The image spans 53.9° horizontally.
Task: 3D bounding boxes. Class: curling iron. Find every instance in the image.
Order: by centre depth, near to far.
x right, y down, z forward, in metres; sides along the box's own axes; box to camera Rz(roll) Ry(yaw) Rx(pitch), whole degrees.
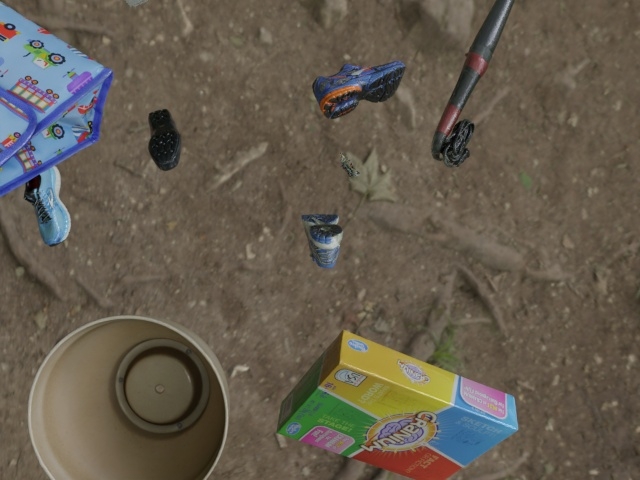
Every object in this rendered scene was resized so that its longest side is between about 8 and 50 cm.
[{"bbox_3d":[0.196,-0.215,0.787,0.068,0.035,0.274,36,72,-59],"label":"curling iron"}]

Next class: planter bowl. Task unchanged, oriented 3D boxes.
[{"bbox_3d":[-0.154,0.140,0.555,0.162,0.109,0.162,0,90,1],"label":"planter bowl"}]

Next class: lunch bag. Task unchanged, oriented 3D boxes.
[{"bbox_3d":[-0.441,-0.159,0.772,0.221,0.138,0.293,32,43,-2],"label":"lunch bag"}]

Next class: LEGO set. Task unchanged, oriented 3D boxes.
[{"bbox_3d":[0.055,-0.149,1.286,0.054,0.023,0.083,45,12,-15],"label":"LEGO set"}]

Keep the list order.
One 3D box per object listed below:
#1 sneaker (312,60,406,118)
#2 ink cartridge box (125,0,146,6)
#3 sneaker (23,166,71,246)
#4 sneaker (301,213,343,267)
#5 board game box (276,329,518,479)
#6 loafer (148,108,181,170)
[{"bbox_3d":[0.079,-0.321,1.252,0.221,0.083,0.087,-24,64,-27],"label":"sneaker"},{"bbox_3d":[-0.402,-0.661,1.324,0.273,0.197,0.114,55,46,-34],"label":"ink cartridge box"},{"bbox_3d":[-0.504,-0.065,1.130,0.073,0.063,0.162,13,59,-74],"label":"sneaker"},{"bbox_3d":[0.000,0.000,0.836,0.052,0.135,0.058,1,106,-2],"label":"sneaker"},{"bbox_3d":[0.120,0.287,1.038,0.316,0.242,0.064,22,42,-13],"label":"board game box"},{"bbox_3d":[-0.346,-0.217,1.417,0.076,0.078,0.223,-16,41,-6],"label":"loafer"}]
